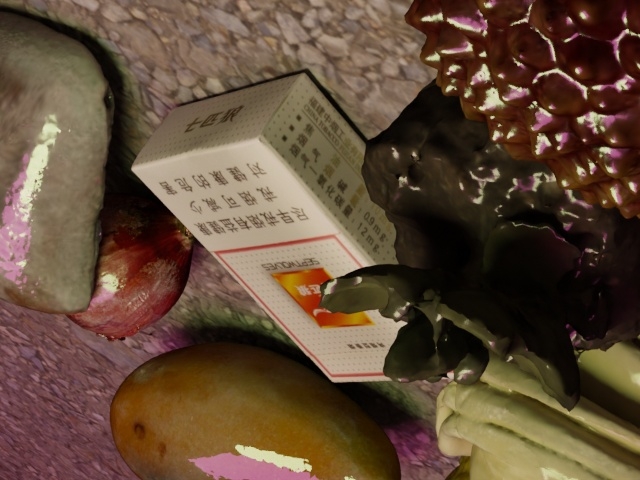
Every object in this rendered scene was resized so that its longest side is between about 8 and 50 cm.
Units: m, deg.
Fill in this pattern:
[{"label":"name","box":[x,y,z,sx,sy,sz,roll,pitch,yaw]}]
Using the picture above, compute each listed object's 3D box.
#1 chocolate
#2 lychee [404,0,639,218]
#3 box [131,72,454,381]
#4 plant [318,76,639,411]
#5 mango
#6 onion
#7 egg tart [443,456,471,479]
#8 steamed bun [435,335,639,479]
[{"label":"chocolate","box":[-0.309,-0.071,1.591,0.185,0.100,0.303,24,117,31]},{"label":"lychee","box":[0.198,-0.155,0.866,0.330,0.306,0.306,5,155,-16]},{"label":"box","box":[-0.001,0.000,1.522,0.210,0.095,0.330,-8,130,50]},{"label":"plant","box":[0.141,-0.002,1.160,0.215,0.312,0.213,6,145,34]},{"label":"mango","box":[-0.072,0.229,1.827,0.384,0.199,0.221,11,143,32]},{"label":"onion","box":[-0.201,0.014,1.702,0.195,0.159,0.159,-28,117,31]},{"label":"egg tart","box":[0.247,0.209,1.492,0.315,0.315,0.120,0,96,45]},{"label":"steamed bun","box":[0.221,0.132,1.287,0.276,0.289,0.203,19,147,39]}]
